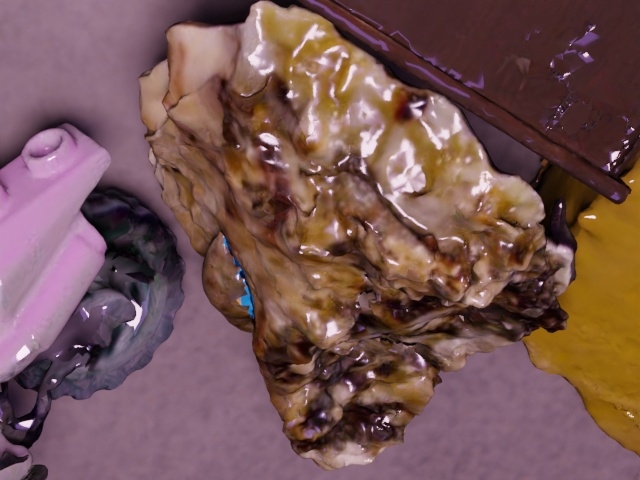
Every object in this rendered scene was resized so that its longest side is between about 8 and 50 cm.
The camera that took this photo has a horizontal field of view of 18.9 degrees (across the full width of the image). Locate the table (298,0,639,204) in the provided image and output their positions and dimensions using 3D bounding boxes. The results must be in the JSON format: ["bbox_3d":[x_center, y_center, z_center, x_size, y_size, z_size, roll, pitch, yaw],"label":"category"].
[{"bbox_3d":[0.093,-0.158,0.803,0.169,0.172,0.193,31,102,-19],"label":"table"}]

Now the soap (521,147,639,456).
[{"bbox_3d":[0.217,-0.014,0.807,0.169,0.304,0.339,27,103,-14],"label":"soap"}]

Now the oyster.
[{"bbox_3d":[0.000,0.000,0.845,0.223,0.083,0.214,37,141,-12],"label":"oyster"}]

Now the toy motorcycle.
[{"bbox_3d":[-0.208,0.065,0.832,0.327,0.143,0.188,-39,133,-15],"label":"toy motorcycle"}]
